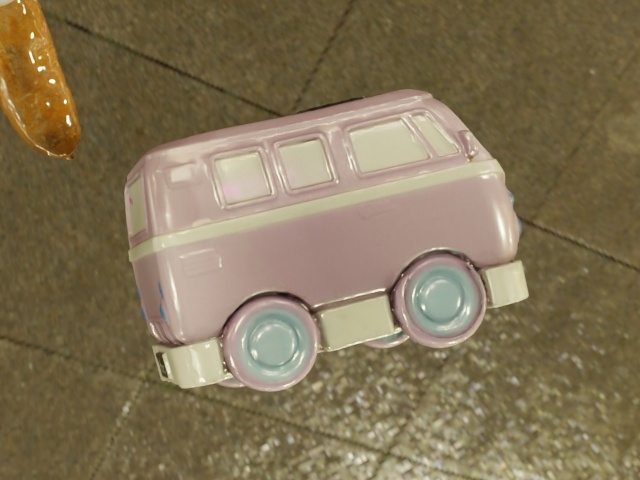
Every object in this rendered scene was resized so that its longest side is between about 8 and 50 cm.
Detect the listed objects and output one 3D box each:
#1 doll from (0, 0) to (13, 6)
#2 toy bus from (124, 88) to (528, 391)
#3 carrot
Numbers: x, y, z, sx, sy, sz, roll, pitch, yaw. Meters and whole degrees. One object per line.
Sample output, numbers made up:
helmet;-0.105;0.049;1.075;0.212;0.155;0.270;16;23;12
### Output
doll;-0.164;-0.091;0.515;0.161;0.160;0.059;-28;91;9
toy bus;0.000;0.000;0.724;0.203;0.142;0.142;-13;88;-15
carrot;-0.173;-0.133;0.660;0.061;0.061;0.209;-26;105;-5
